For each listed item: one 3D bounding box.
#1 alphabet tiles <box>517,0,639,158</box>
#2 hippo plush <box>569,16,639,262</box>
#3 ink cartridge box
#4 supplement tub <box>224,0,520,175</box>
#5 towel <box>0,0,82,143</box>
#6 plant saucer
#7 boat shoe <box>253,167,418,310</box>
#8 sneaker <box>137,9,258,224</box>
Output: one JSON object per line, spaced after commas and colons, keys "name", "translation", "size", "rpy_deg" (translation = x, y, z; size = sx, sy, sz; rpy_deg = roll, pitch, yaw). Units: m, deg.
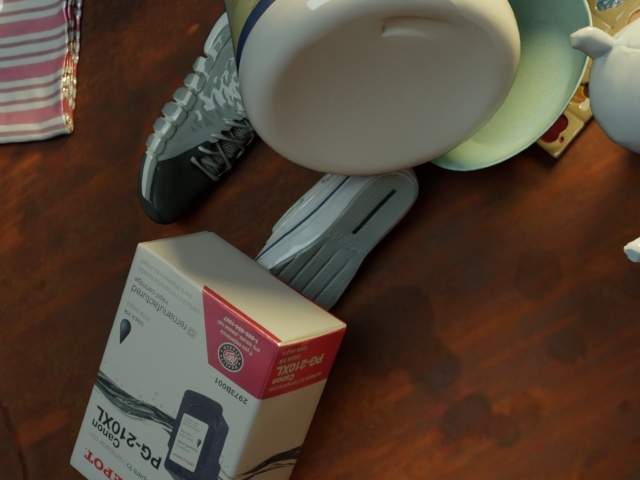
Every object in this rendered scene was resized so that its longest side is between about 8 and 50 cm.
{"name": "alphabet tiles", "translation": [0.217, -0.220, 1.238], "size": [0.237, 0.009, 0.198], "rpy_deg": [-50, 61, 8]}
{"name": "hippo plush", "translation": [0.327, -0.086, 1.069], "size": [0.294, 0.234, 0.236], "rpy_deg": [-48, 35, 3]}
{"name": "ink cartridge box", "translation": [-0.103, 0.138, 1.214], "size": [0.172, 0.100, 0.237], "rpy_deg": [33, 116, 29]}
{"name": "supplement tub", "translation": [0.025, -0.237, 1.188], "size": [0.228, 0.228, 0.316], "rpy_deg": [-27, 49, 19]}
{"name": "towel", "translation": [-0.326, -0.199, 1.500], "size": [0.144, 0.029, 0.197], "rpy_deg": [-6, 75, 27]}
{"name": "plant saucer", "translation": [0.159, -0.142, 1.202], "size": [0.195, 0.037, 0.194], "rpy_deg": [-23, 54, 35]}
{"name": "boat shoe", "translation": [0.000, 0.000, 1.265], "size": [0.226, 0.083, 0.075], "rpy_deg": [-41, 33, 16]}
{"name": "sneaker", "translation": [-0.076, -0.106, 1.318], "size": [0.132, 0.086, 0.228], "rpy_deg": [24, 88, 27]}
